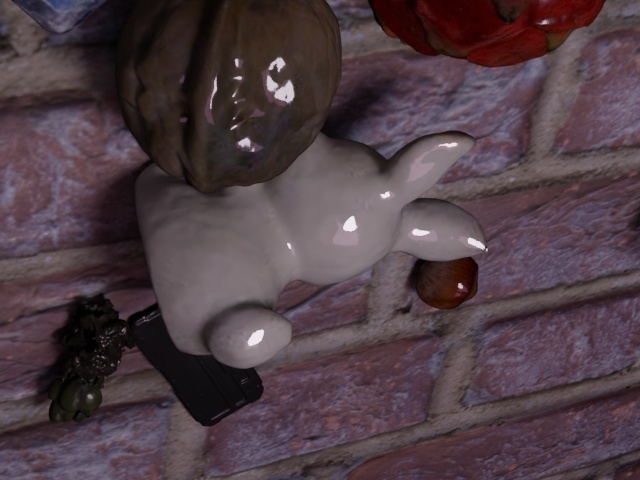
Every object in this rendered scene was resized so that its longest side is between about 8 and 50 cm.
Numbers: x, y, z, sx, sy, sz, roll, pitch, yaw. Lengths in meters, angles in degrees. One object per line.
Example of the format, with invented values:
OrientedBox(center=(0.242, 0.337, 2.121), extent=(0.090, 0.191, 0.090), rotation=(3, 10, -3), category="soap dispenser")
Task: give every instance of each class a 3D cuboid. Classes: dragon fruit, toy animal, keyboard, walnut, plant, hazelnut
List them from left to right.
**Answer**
OrientedBox(center=(-0.270, 0.144, 1.364), extent=(0.085, 0.087, 0.174), rotation=(21, 115, -9), category="plant")
OrientedBox(center=(-0.151, 0.151, 1.484), extent=(0.106, 0.016, 0.262), rotation=(-30, 139, -3), category="keyboard")
OrientedBox(center=(-0.086, -0.159, 1.094), extent=(0.224, 0.224, 0.224), rotation=(-17, 137, -17), category="walnut")
OrientedBox(center=(-0.007, -0.006, 1.252), extent=(0.368, 0.241, 0.196), rotation=(-23, 140, -10), category="toy animal")
OrientedBox(center=(0.168, 0.051, 1.545), extent=(0.086, 0.086, 0.086), rotation=(-17, 137, -17), category="hazelnut")
OrientedBox(center=(0.149, -0.281, 1.082), extent=(0.244, 0.299, 0.244), rotation=(1, 88, -32), category="dragon fruit")

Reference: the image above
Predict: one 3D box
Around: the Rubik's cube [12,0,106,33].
OrientedBox(center=(-0.186, -0.379, 0.725), extent=(0.318, 0.316, 0.313), rotation=(-38, 138, 9), category="Rubik's cube")
